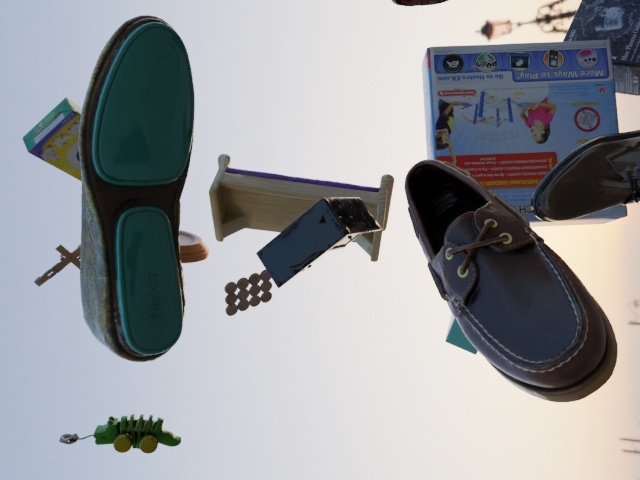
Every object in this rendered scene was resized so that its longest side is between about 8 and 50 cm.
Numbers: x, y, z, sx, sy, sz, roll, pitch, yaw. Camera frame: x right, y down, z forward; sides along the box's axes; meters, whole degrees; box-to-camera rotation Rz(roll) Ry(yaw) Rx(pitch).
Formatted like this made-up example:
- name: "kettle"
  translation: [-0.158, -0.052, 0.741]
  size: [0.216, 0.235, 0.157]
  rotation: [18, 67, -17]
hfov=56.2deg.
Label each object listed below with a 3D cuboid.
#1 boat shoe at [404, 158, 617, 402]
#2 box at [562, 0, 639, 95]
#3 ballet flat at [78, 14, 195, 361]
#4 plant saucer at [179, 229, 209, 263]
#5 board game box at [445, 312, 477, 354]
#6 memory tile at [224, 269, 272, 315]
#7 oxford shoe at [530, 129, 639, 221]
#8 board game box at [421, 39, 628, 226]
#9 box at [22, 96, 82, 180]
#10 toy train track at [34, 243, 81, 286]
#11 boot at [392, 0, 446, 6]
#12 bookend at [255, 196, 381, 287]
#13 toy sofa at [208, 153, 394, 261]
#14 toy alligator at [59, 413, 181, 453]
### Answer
- name: "boat shoe"
  translation: [0.100, 0.012, 0.376]
  size: [0.073, 0.073, 0.207]
  rotation: [46, -170, -28]
- name: "box"
  translation: [0.554, -0.371, 1.134]
  size: [0.093, 0.158, 0.155]
  rotation: [42, -109, -52]
- name: "ballet flat"
  translation: [-0.202, -0.050, 0.624]
  size: [0.123, 0.123, 0.348]
  rotation: [-7, -80, -60]
- name: "plant saucer"
  translation: [-0.354, 0.006, 1.378]
  size: [0.200, 0.200, 0.037]
  rotation: [-15, -62, -60]
- name: "board game box"
  translation: [0.235, 0.061, 0.868]
  size: [0.210, 0.047, 0.160]
  rotation: [-14, -54, -75]
- name: "memory tile"
  translation: [-0.200, 0.144, 1.670]
  size: [0.148, 0.012, 0.113]
  rotation: [-18, -53, -29]
- name: "oxford shoe"
  translation: [0.356, -0.078, 0.686]
  size: [0.082, 0.227, 0.096]
  rotation: [59, -167, -23]
- name: "board game box"
  translation: [0.336, -0.175, 1.016]
  size: [0.086, 0.309, 0.301]
  rotation: [81, -172, -83]
- name: "box"
  translation: [-0.398, -0.154, 1.024]
  size: [0.043, 0.105, 0.179]
  rotation: [54, -171, 29]
- name: "toy train track"
  translation: [-0.355, 0.032, 0.820]
  size: [0.083, 0.014, 0.048]
  rotation: [-38, -56, -1]
- name: "boot"
  translation: [0.027, -0.404, 0.645]
  size: [0.377, 0.138, 0.284]
  rotation: [-17, -110, -54]
- name: "bookend"
  translation: [0.000, 0.000, 1.022]
  size: [0.072, 0.157, 0.156]
  rotation: [57, -157, 11]
- name: "toy sofa"
  translation: [-0.036, -0.087, 1.245]
  size: [0.150, 0.363, 0.177]
  rotation: [92, -171, -48]
- name: "toy alligator"
  translation: [-0.318, 0.302, 0.958]
  size: [0.056, 0.190, 0.051]
  rotation: [-117, 34, -75]
